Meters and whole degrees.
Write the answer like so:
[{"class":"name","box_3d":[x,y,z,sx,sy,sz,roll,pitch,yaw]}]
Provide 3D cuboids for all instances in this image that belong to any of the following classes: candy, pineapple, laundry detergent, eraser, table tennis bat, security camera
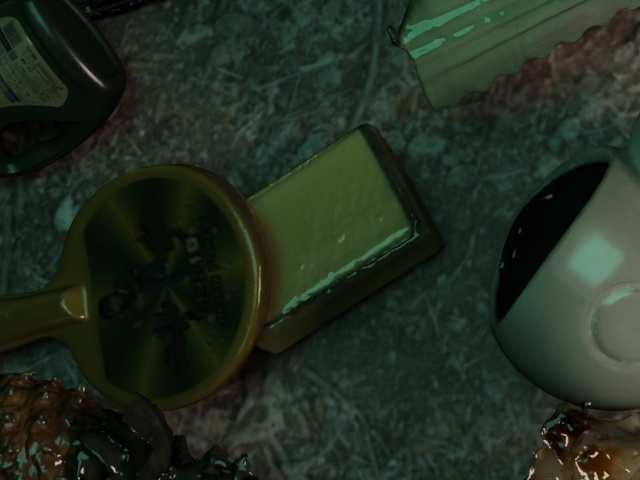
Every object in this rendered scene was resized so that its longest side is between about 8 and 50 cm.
[{"class":"candy","box_3d":[0.143,-0.318,1.444,0.263,0.172,0.398,-19,47,7]},{"class":"pineapple","box_3d":[-0.163,0.185,1.400,0.310,0.170,0.141,11,43,24]},{"class":"laundry detergent","box_3d":[-0.284,-0.119,1.580,0.221,0.078,0.144,-35,101,24]},{"class":"eraser","box_3d":[0.000,0.000,1.441,0.172,0.058,0.117,-33,63,11]},{"class":"table tennis bat","box_3d":[-0.174,0.049,1.478,0.320,0.050,0.198,-13,79,31]},{"class":"security camera","box_3d":[0.230,0.018,1.267,0.236,0.194,0.194,-37,63,14]}]

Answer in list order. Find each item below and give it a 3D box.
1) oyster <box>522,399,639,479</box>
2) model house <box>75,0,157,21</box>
[{"class":"oyster","box_3d":[0.214,0.278,1.220,0.197,0.133,0.337,9,83,28]},{"class":"model house","box_3d":[-0.150,-0.334,1.559,0.294,0.154,0.207,-17,69,19]}]
